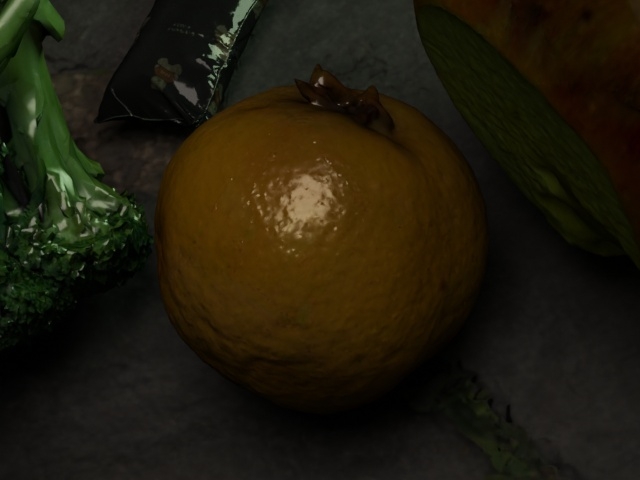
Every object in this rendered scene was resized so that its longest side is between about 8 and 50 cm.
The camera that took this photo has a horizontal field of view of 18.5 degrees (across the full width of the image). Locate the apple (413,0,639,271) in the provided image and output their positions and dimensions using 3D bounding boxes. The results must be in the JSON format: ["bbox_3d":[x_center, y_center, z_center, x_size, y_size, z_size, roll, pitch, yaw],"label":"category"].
[{"bbox_3d":[0.228,-0.141,1.154,0.374,0.374,0.384,-11,79,6],"label":"apple"}]

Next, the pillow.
[{"bbox_3d":[-0.094,-0.135,1.393,0.090,0.048,0.150,14,57,12],"label":"pillow"}]

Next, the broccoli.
[{"bbox_3d":[-0.250,-0.057,1.252,0.308,0.308,0.275,41,108,31],"label":"broccoli"}]

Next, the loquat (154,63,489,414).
[{"bbox_3d":[0.000,0.000,1.192,0.208,0.208,0.208,-6,56,9],"label":"loquat"}]
